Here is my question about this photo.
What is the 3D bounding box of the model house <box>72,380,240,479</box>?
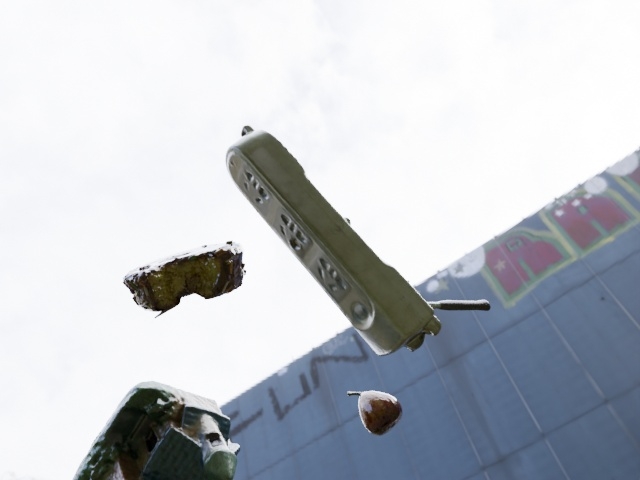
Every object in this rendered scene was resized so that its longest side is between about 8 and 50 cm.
[{"bbox_3d":[-0.312,0.488,1.340,0.245,0.280,0.312,32,-83,-33],"label":"model house"}]

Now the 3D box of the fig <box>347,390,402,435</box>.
[{"bbox_3d":[0.110,0.346,1.415,0.088,0.125,0.089,-34,-33,-26],"label":"fig"}]

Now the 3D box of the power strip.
[{"bbox_3d":[0.002,-0.002,0.667,0.048,0.286,0.080,-35,-10,-28],"label":"power strip"}]

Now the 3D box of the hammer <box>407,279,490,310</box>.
[{"bbox_3d":[0.263,0.133,1.425,0.246,0.103,0.029,1,-33,-31],"label":"hammer"}]

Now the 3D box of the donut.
[{"bbox_3d":[-0.250,0.070,1.259,0.230,0.216,0.096,-19,-84,-20],"label":"donut"}]
